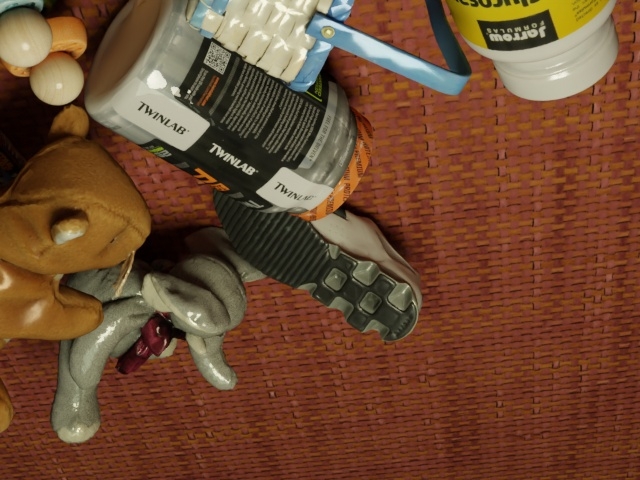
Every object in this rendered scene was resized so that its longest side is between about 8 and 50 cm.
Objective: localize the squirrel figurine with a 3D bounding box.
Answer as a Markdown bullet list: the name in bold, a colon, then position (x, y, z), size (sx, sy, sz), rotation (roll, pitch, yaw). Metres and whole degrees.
- **squirrel figurine**: position (-0.406, -0.008, 1.409), size (0.370, 0.281, 0.397), rotation (-30, 134, 34)

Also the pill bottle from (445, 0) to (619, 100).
- **pill bottle**: position (0.211, -0.314, 1.295), size (0.188, 0.187, 0.334), rotation (-18, 134, 15)

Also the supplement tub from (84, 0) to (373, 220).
- **supplement tub**: position (-0.102, -0.157, 1.441), size (0.316, 0.193, 0.193), rotation (30, 128, -29)

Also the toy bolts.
- **toy bolts**: position (-0.280, -0.253, 1.288), size (0.218, 0.158, 0.228), rotation (-26, 171, 13)

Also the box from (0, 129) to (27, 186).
- **box**: position (-0.436, -0.090, 1.614), size (0.094, 0.027, 0.137), rotation (-17, 135, 16)

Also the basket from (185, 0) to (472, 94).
- **basket**: position (0.011, -0.263, 1.266), size (0.289, 0.254, 0.201), rotation (21, 120, -22)

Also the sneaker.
- **sneaker**: position (0.000, 0.000, 1.674), size (0.330, 0.146, 0.122), rotation (39, 119, -5)

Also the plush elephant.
- **plush elephant**: position (-0.203, 0.101, 1.655), size (0.256, 0.272, 0.329), rotation (11, 115, 22)
